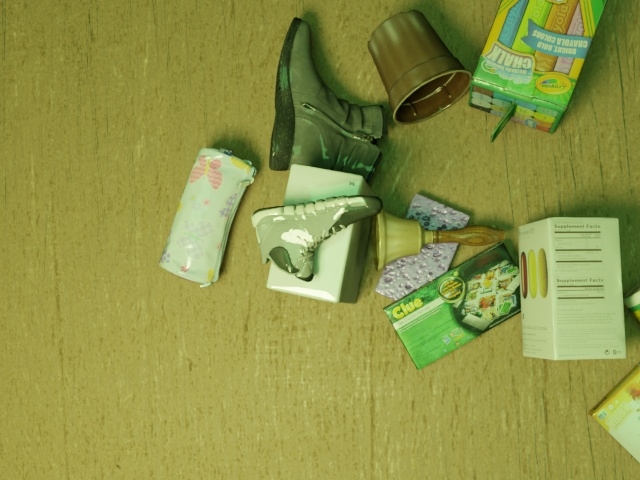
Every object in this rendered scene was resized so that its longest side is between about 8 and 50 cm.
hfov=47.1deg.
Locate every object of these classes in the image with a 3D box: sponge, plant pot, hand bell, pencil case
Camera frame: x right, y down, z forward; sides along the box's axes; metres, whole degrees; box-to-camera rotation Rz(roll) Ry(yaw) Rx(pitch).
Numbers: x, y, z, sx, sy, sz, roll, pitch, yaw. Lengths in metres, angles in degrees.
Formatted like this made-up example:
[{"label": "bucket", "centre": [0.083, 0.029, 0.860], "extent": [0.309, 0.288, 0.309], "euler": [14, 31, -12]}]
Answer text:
[{"label": "sponge", "centre": [0.198, 0.027, 1.429], "extent": [0.117, 0.031, 0.210], "euler": [23, 89, 12]}, {"label": "plant pot", "centre": [0.180, -0.338, 1.408], "extent": [0.166, 0.167, 0.165], "euler": [-27, 74, 6]}, {"label": "hand bell", "centre": [0.223, -0.009, 1.374], "extent": [0.241, 0.126, 0.126], "euler": [-2, 84, -2]}, {"label": "pencil case", "centre": [-0.225, -0.049, 1.467], "extent": [0.124, 0.113, 0.273], "euler": [20, 88, -9]}]

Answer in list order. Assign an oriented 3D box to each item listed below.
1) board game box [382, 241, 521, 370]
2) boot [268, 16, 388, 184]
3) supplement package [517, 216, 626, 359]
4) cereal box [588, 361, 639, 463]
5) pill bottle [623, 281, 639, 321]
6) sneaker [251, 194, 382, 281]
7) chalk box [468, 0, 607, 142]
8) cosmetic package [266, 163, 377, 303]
[{"label": "board game box", "centre": [0.263, 0.123, 1.389], "extent": [0.259, 0.030, 0.136], "euler": [-29, 93, 1]}, {"label": "boot", "centre": [0.020, -0.272, 1.456], "extent": [0.222, 0.118, 0.339], "euler": [6, 74, -7]}, {"label": "supplement package", "centre": [0.445, 0.087, 1.314], "extent": [0.133, 0.139, 0.244], "euler": [0, 84, -8]}, {"label": "cereal box", "centre": [0.634, 0.340, 1.316], "extent": [0.240, 0.047, 0.173], "euler": [44, 93, 11]}, {"label": "pill bottle", "centre": [0.650, 0.152, 1.297], "extent": [0.117, 0.117, 0.208], "euler": [-39, 80, 4]}, {"label": "sneaker", "centre": [0.000, 0.000, 1.216], "extent": [0.228, 0.086, 0.132], "euler": [-8, 87, 21]}, {"label": "chalk box", "centre": [0.385, -0.316, 1.356], "extent": [0.179, 0.180, 0.289], "euler": [20, 89, 11]}, {"label": "cosmetic package", "centre": [0.009, -0.004, 1.365], "extent": [0.138, 0.224, 0.224], "euler": [11, 86, 10]}]
